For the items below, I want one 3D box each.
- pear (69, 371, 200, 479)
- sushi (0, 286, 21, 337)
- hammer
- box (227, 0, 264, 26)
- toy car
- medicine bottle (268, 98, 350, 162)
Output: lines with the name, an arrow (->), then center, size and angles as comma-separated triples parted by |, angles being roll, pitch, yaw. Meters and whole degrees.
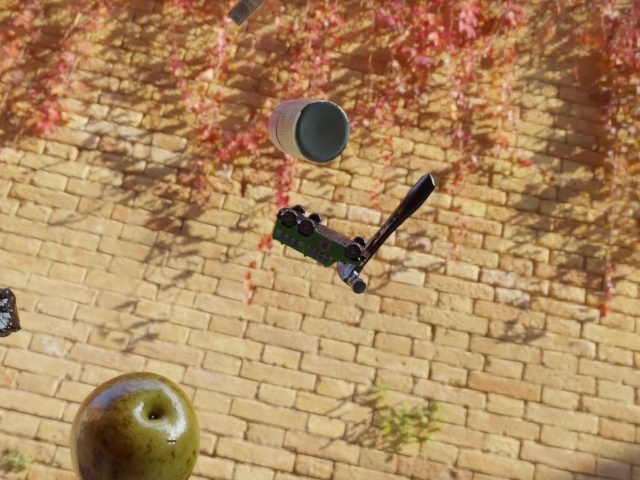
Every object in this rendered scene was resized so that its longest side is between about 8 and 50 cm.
pear -> -0.382, 0.416, 1.368 | 0.280, 0.281, 0.281 | 11, -20, 4
sushi -> -0.485, 0.107, 0.909 | 0.090, 0.078, 0.150 | -17, -9, 21
hammer -> 0.140, -0.026, 1.414 | 0.037, 0.290, 0.137 | 38, 4, -31
box -> -0.128, -0.513, 1.382 | 0.041, 0.050, 0.207 | 45, -29, -16
toy car -> 0.000, 0.000, 1.086 | 0.165, 0.063, 0.071 | 27, 16, 4
medicine bottle -> -0.028, -0.241, 1.438 | 0.135, 0.135, 0.168 | 25, 2, -30
